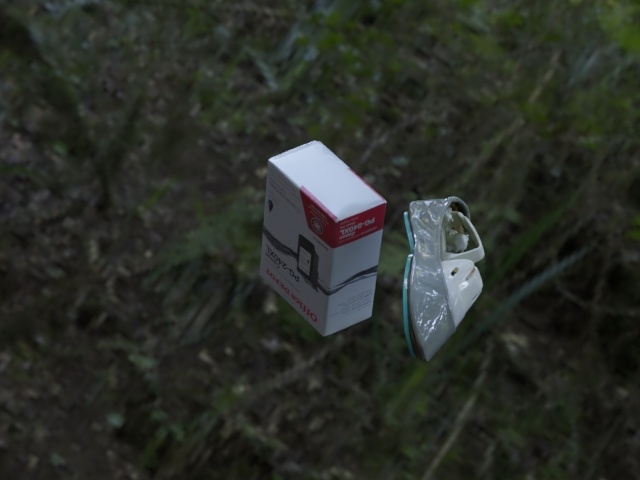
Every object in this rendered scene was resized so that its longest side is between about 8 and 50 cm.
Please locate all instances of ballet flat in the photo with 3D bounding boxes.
[{"bbox_3d":[0.105,0.023,1.283,0.213,0.068,0.072,-84,160,-59],"label":"ballet flat"}]

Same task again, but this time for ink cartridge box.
[{"bbox_3d":[0.000,0.000,1.441,0.109,0.063,0.150,43,-38,35],"label":"ink cartridge box"}]
